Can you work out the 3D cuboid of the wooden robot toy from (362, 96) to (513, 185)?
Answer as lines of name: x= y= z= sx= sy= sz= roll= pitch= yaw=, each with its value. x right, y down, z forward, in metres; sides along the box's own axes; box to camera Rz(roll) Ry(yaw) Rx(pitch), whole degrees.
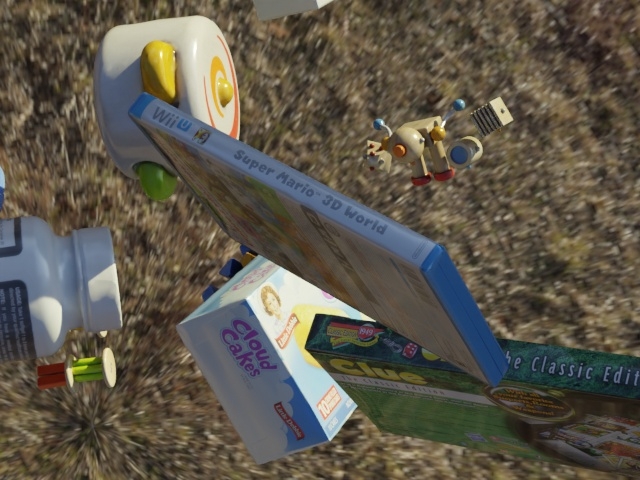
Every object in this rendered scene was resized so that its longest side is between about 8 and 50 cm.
wooden robot toy: x=0.102 y=-0.090 z=1.371 sx=0.173 sy=0.079 sz=0.076 roll=-11 pitch=100 yaw=30

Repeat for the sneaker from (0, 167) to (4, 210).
sneaker: x=-0.464 y=-0.125 z=1.757 sx=0.081 sy=0.090 sz=0.232 roll=-20 pitch=64 yaw=16

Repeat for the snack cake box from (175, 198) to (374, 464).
snack cake box: x=-0.012 y=0.080 z=1.324 sx=0.089 sy=0.264 sz=0.152 roll=-23 pitch=101 yaw=30

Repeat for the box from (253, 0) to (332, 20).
box: x=-0.033 y=-0.360 z=1.882 sx=0.102 sy=0.101 sz=0.087 roll=-7 pitch=109 yaw=30

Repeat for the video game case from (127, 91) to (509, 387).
video game case: x=0.000 y=0.000 z=0.603 sx=0.166 sy=0.119 sz=0.015 roll=28 pitch=76 yaw=32

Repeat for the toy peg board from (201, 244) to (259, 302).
toy peg board: x=-0.076 y=0.054 z=1.552 sx=0.079 sy=0.160 sz=0.161 roll=30 pitch=109 yaw=-33

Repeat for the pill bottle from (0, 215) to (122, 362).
pill bottle: x=-0.409 y=0.064 z=1.678 sx=0.319 sy=0.176 sz=0.176 roll=-7 pitch=84 yaw=-10

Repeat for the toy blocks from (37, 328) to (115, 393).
toy blocks: x=-0.351 y=0.142 z=1.800 sx=0.148 sy=0.054 sz=0.123 roll=-7 pitch=101 yaw=5

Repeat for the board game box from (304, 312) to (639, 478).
board game box: x=0.131 y=0.097 z=0.798 sx=0.260 sy=0.136 sz=0.030 roll=7 pitch=66 yaw=27

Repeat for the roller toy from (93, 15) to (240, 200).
roller toy: x=-0.177 y=-0.175 z=1.665 sx=0.146 sy=0.191 sz=0.209 roll=-6 pitch=128 yaw=12
